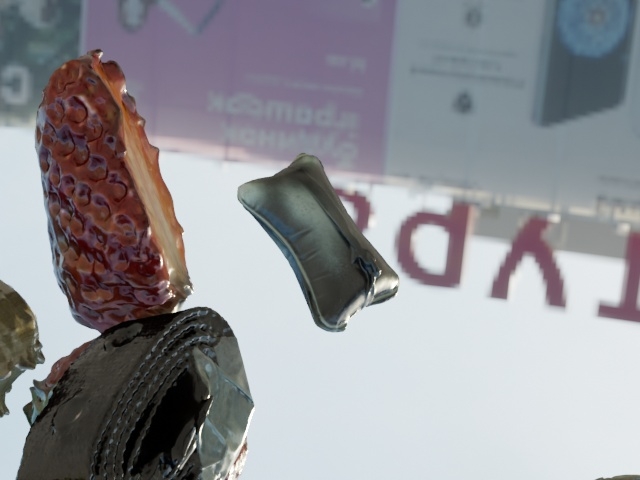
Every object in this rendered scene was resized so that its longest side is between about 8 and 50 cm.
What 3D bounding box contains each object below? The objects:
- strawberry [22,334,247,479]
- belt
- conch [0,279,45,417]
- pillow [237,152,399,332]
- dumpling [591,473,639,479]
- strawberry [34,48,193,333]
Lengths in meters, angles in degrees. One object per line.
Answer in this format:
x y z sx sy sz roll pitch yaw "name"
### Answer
-0.223 0.245 2.045 0.277 0.257 0.257 10 -170 -30 "strawberry"
-0.176 0.198 1.674 0.164 0.184 0.289 -10 -140 40 "belt"
-0.462 0.103 1.878 0.263 0.186 0.324 -17 -118 -11 "conch"
-0.001 0.001 1.244 0.091 0.135 0.055 -34 173 -18 "pillow"
0.313 0.379 1.822 0.341 0.260 0.181 3 -147 8 "dumpling"
-0.260 -0.047 1.897 0.149 0.336 0.265 -15 -163 5 "strawberry"
